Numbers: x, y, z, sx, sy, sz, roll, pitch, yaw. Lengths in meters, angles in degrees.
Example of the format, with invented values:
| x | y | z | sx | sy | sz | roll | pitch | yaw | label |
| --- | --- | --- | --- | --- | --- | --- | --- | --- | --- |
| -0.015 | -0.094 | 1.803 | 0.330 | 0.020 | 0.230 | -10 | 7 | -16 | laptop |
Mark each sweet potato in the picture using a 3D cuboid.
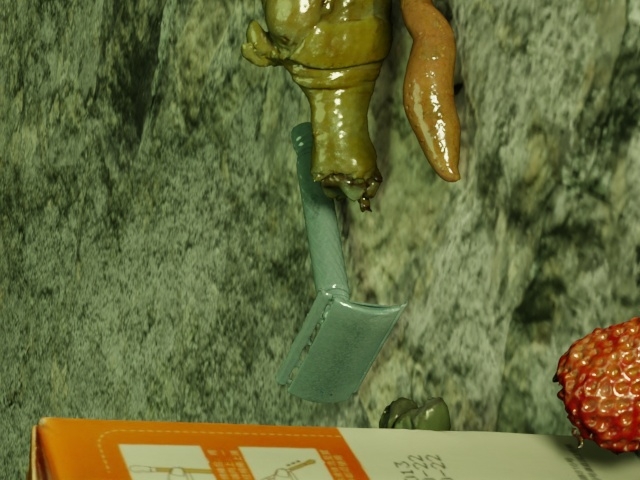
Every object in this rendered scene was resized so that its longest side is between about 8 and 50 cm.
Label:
| x | y | z | sx | sy | sz | roll | pitch | yaw | label |
| --- | --- | --- | --- | --- | --- | --- | --- | --- | --- |
| 0.074 | -0.122 | 1.129 | 0.044 | 0.044 | 0.179 | 136 | 132 | -57 | sweet potato |

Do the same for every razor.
| x | y | z | sx | sy | sz | roll | pitch | yaw | label |
| --- | --- | --- | --- | --- | --- | --- | --- | --- | --- |
| 0.000 | 0.000 | 1.261 | 0.232 | 0.068 | 0.106 | -101 | 27 | -42 | razor |

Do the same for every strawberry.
| x | y | z | sx | sy | sz | roll | pitch | yaw | label |
| --- | --- | --- | --- | --- | --- | --- | --- | --- | --- |
| 0.161 | 0.071 | 0.855 | 0.083 | 0.073 | 0.073 | -36 | 49 | 31 | strawberry |

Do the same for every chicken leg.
| x | y | z | sx | sy | sz | roll | pitch | yaw | label |
| --- | --- | --- | --- | --- | --- | --- | --- | --- | --- |
| 0.002 | -0.135 | 1.220 | 0.088 | 0.103 | 0.228 | 2 | 92 | 52 | chicken leg |

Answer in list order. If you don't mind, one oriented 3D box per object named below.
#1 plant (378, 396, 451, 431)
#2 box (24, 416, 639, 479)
| x | y | z | sx | sy | sz | roll | pitch | yaw | label |
| --- | --- | --- | --- | --- | --- | --- | --- | --- | --- |
| 0.057 | 0.177 | 1.073 | 0.085 | 0.087 | 0.174 | 17 | 108 | 36 | plant |
| 0.006 | 0.219 | 0.836 | 0.143 | 0.341 | 0.225 | -123 | 43 | -54 | box |
